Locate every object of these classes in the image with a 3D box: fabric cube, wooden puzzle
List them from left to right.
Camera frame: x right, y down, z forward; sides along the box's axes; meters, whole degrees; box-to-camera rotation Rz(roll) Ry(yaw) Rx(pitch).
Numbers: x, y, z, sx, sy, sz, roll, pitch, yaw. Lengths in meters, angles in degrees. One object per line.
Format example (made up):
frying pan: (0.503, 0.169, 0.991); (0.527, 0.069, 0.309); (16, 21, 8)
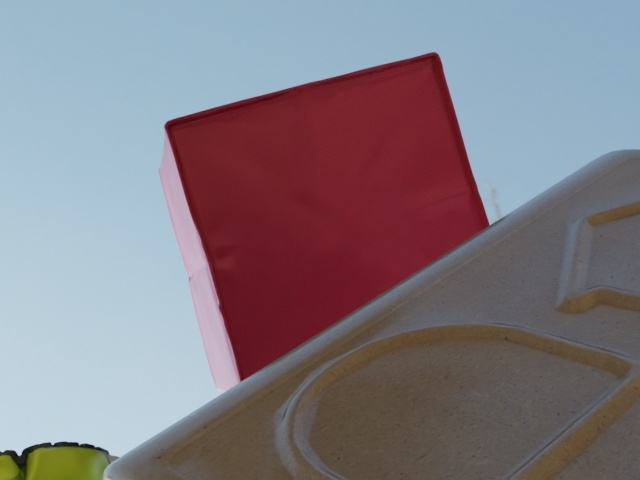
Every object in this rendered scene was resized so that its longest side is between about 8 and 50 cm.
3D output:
fabric cube: (0.000, 0.000, 0.989); (0.254, 0.258, 0.259); (-15, -92, -12)
wooden puzzle: (0.141, 0.064, 0.360); (0.322, 0.347, 0.081); (-29, -67, -33)

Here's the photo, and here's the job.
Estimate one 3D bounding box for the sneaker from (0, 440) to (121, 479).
sneaker: (-0.142, 0.212, 0.708); (0.111, 0.121, 0.300); (-20, -20, 22)
